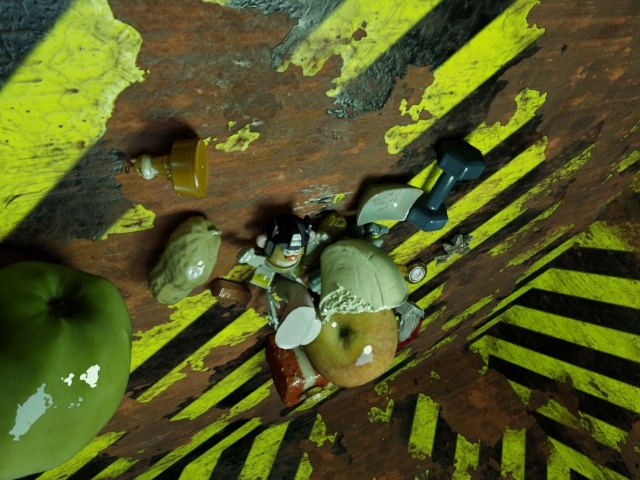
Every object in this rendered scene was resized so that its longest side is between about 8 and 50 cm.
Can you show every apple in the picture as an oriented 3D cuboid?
[{"bbox_3d":[-0.655,0.275,1.007,0.473,0.474,0.474,-21,147,-14],"label":"apple"},{"bbox_3d":[0.115,0.375,1.763,0.391,0.391,0.346,-35,153,8],"label":"apple"}]

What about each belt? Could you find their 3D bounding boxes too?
[{"bbox_3d":[0.362,0.413,2.225,0.324,0.227,0.115,-42,150,19],"label":"belt"}]

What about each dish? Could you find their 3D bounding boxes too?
[{"bbox_3d":[0.214,-0.131,1.472,0.212,0.077,0.151,-8,144,-32],"label":"dish"}]

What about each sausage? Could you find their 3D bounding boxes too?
[{"bbox_3d":[-0.292,0.176,1.510,0.065,0.065,0.169,-41,148,17],"label":"sausage"}]

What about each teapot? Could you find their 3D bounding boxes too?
[{"bbox_3d":[0.436,0.138,2.046,0.098,0.078,0.129,32,103,-12],"label":"teapot"}]

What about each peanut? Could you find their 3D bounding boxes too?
[{"bbox_3d":[-0.372,0.069,1.209,0.143,0.159,0.291,28,120,-25],"label":"peanut"}]

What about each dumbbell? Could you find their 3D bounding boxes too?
[{"bbox_3d":[0.409,-0.179,1.499,0.144,0.160,0.325,14,134,-8],"label":"dumbbell"}]

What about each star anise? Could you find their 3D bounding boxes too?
[{"bbox_3d":[0.603,0.027,2.033,0.208,0.063,0.172,-27,144,1],"label":"star anise"}]

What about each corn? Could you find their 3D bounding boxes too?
[{"bbox_3d":[0.000,0.000,1.487,0.080,0.080,0.231,7,135,-45],"label":"corn"}]

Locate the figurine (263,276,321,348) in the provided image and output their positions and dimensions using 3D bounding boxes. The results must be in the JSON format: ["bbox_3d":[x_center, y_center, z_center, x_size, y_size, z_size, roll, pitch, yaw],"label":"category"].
[{"bbox_3d":[-0.112,0.236,1.564,0.206,0.316,0.284,-12,126,-5],"label":"figurine"}]

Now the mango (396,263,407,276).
[{"bbox_3d":[0.252,0.186,1.918,0.177,0.120,0.295,1,136,-29],"label":"mango"}]

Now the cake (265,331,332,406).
[{"bbox_3d":[-0.064,0.548,2.026,0.319,0.269,0.270,-14,145,-22],"label":"cake"}]

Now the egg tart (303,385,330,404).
[{"bbox_3d":[-0.022,0.668,1.930,0.128,0.049,0.129,-21,152,-12],"label":"egg tart"}]

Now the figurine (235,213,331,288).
[{"bbox_3d":[-0.116,0.024,1.362,0.308,0.143,0.308,-39,159,-18],"label":"figurine"}]

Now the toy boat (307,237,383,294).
[{"bbox_3d":[0.099,0.086,1.671,0.319,0.092,0.141,-36,155,6],"label":"toy boat"}]

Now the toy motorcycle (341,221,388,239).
[{"bbox_3d":[0.152,-0.036,1.540,0.193,0.061,0.124,-1,174,-33],"label":"toy motorcycle"}]

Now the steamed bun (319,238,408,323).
[{"bbox_3d":[0.148,0.124,1.457,0.272,0.274,0.290,-1,-171,14],"label":"steamed bun"}]

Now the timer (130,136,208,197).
[{"bbox_3d":[-0.333,-0.159,0.974,0.152,0.132,0.132,0,143,-4],"label":"timer"}]
